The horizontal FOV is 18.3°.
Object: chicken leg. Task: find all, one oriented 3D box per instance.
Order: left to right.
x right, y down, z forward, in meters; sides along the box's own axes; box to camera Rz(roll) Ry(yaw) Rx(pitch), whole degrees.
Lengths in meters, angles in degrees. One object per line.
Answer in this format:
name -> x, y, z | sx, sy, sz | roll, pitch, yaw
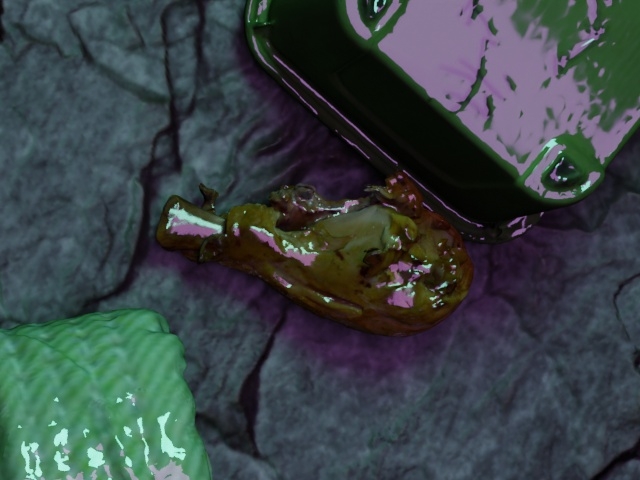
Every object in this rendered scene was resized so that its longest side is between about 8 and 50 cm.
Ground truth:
chicken leg -> -0.001, 0.003, 1.279 | 0.208, 0.101, 0.085 | 13, 57, -5

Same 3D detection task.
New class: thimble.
thimble -> -0.144, 0.153, 1.184 | 0.150, 0.219, 0.219 | -11, 93, -12

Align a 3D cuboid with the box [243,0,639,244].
box -> 0.141, -0.184, 1.265 | 0.253, 0.178, 0.328 | 39, 81, -10
